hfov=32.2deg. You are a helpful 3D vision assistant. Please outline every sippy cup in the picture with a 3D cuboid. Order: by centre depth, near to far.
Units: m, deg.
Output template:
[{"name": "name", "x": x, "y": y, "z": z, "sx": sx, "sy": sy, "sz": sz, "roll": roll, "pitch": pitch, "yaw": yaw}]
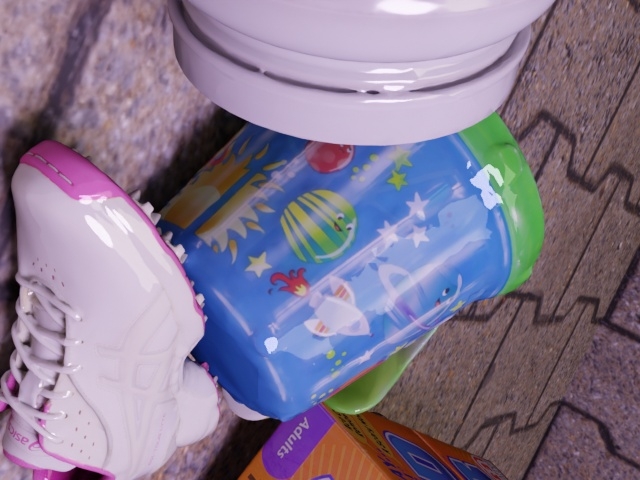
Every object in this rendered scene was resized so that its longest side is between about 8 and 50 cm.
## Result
[{"name": "sippy cup", "x": 0.000, "y": 0.000, "z": 0.792, "sx": 0.224, "sy": 0.240, "sz": 0.305, "roll": -39, "pitch": 104, "yaw": -22}]

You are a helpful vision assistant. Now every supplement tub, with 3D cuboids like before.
[{"name": "supplement tub", "x": 0.029, "y": -0.239, "z": 0.547, "sx": 0.241, "sy": 0.241, "sz": 0.331, "roll": -40, "pitch": 148, "yaw": -40}]

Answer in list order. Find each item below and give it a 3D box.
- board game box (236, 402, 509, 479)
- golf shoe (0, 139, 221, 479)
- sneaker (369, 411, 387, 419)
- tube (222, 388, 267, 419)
[{"name": "board game box", "x": 0.081, "y": 0.416, "z": 1.022, "sx": 0.356, "sy": 0.356, "sz": 0.356, "roll": -53, "pitch": 138, "yaw": 6}, {"name": "golf shoe", "x": -0.146, "y": 0.073, "z": 0.694, "sx": 0.140, "sy": 0.115, "sz": 0.306, "roll": -43, "pitch": 148, "yaw": -26}, {"name": "sneaker", "x": -0.004, "y": 0.297, "z": 1.252, "sx": 0.271, "sy": 0.100, "sz": 0.108, "roll": -39, "pitch": 121, "yaw": -33}, {"name": "tube", "x": -0.016, "y": 0.131, "z": 1.076, "sx": 0.070, "sy": 0.062, "sz": 0.240, "roll": -22, "pitch": 170, "yaw": 18}]
